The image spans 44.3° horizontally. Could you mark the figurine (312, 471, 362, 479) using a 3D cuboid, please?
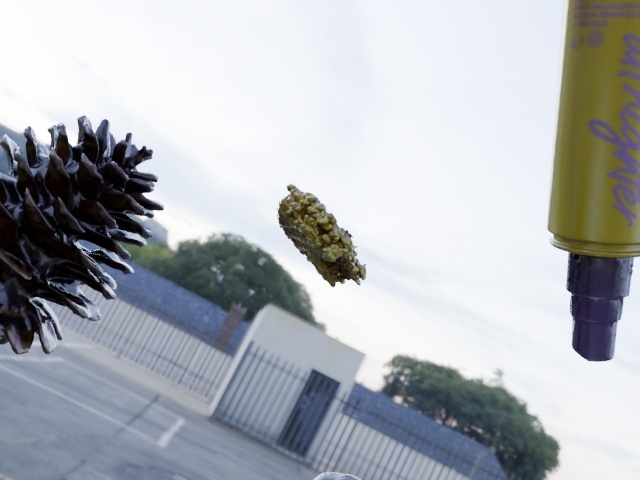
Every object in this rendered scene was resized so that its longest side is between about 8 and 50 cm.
[{"bbox_3d":[0.026,0.212,0.575,0.060,0.047,0.105,2,-49,35],"label":"figurine"}]

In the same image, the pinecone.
[{"bbox_3d":[-0.311,-0.020,0.901,0.246,0.292,0.246,52,-2,3],"label":"pinecone"}]

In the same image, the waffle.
[{"bbox_3d":[0.000,0.000,1.356,0.197,0.070,0.193,41,-15,46],"label":"waffle"}]

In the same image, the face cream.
[{"bbox_3d":[0.198,-0.050,0.542,0.078,0.273,0.078,1,12,0],"label":"face cream"}]
